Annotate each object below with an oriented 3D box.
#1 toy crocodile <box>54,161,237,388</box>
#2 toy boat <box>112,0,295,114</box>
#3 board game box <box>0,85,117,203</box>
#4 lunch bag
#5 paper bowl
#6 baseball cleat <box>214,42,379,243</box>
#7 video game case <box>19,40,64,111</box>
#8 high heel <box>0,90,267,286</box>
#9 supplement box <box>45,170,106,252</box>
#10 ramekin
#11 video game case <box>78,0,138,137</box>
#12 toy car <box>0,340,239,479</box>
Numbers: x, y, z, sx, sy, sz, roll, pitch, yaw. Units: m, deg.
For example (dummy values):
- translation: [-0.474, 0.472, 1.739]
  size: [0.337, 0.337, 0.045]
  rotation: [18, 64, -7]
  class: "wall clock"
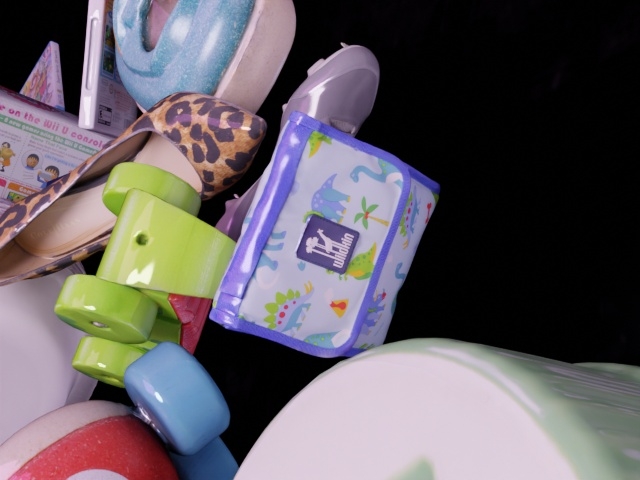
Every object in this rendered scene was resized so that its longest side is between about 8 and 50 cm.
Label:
- translation: [-0.121, 0.042, 0.723]
  size: [0.340, 0.105, 0.115]
  rotation: [113, 175, -67]
  class: "toy crocodile"
- translation: [-0.103, -0.261, 0.884]
  size: [0.318, 0.148, 0.267]
  rotation: [-63, 34, 10]
  class: "toy boat"
- translation: [-0.380, -0.017, 1.078]
  size: [0.303, 0.224, 0.097]
  rotation: [-64, 32, 7]
  class: "board game box"
- translation: [0.000, 0.000, 0.596]
  size: [0.096, 0.151, 0.128]
  rotation: [20, 89, 30]
  class: "lunch bag"
- translation: [-0.346, 0.107, 0.909]
  size: [0.284, 0.284, 0.148]
  rotation: [-59, 35, 15]
  class: "paper bowl"
- translation: [-0.003, -0.038, 0.718]
  size: [0.206, 0.072, 0.109]
  rotation: [-57, 50, 25]
  class: "baseball cleat"
- translation: [-0.398, -0.191, 1.376]
  size: [0.119, 0.015, 0.166]
  rotation: [-49, 40, 28]
  class: "video game case"
- translation: [-0.163, -0.028, 0.780]
  size: [0.261, 0.093, 0.186]
  rotation: [-8, 33, 49]
  class: "high heel"
- translation: [-0.234, -0.028, 1.002]
  size: [0.083, 0.083, 0.056]
  rotation: [-9, 66, 52]
  class: "supplement box"
- translation: [0.068, 0.187, 0.414]
  size: [0.303, 0.148, 0.303]
  rotation: [-30, 51, 44]
  class: "ramekin"
- translation: [-0.212, -0.180, 1.004]
  size: [0.157, 0.019, 0.143]
  rotation: [-21, -64, -86]
  class: "video game case"
- translation: [-0.104, 0.232, 0.611]
  size: [0.238, 0.219, 0.210]
  rotation: [43, 155, 23]
  class: "toy car"
